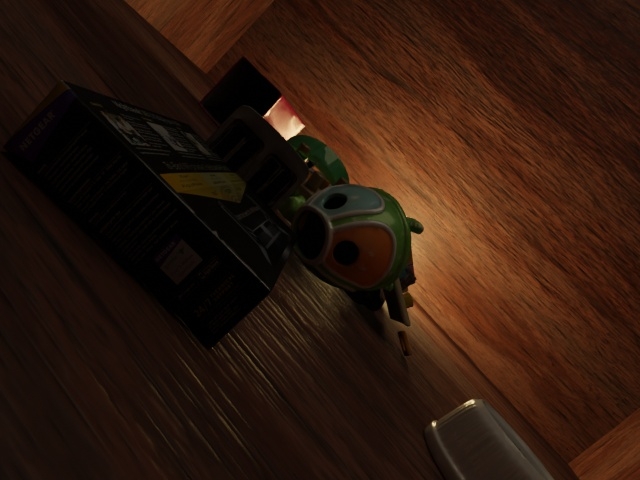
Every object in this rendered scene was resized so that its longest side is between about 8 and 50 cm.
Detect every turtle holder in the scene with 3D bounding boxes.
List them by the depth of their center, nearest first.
[{"bbox_3d":[0.047,-0.032,0.936,0.227,0.243,0.321,3,50,-39],"label":"turtle holder"}]

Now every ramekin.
[{"bbox_3d":[0.275,0.355,0.653,0.207,0.109,0.207,45,8,-8],"label":"ramekin"}]

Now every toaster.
[{"bbox_3d":[-0.120,-0.130,0.727,0.168,0.185,0.110,45,3,-16],"label":"toaster"}]

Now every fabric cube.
[{"bbox_3d":[-0.261,-0.497,1.631,0.259,0.254,0.258,48,6,19],"label":"fabric cube"}]

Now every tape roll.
[{"bbox_3d":[-0.038,-0.259,1.625,0.321,0.077,0.321,29,-31,19],"label":"tape roll"}]

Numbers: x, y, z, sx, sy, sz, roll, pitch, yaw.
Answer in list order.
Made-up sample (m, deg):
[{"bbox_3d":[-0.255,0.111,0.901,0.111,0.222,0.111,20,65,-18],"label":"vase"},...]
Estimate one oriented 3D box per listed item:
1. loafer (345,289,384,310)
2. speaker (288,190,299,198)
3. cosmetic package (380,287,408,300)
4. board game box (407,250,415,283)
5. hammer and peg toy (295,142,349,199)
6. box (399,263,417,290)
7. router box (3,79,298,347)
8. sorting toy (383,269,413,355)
[{"bbox_3d":[0.137,0.141,1.134,0.076,0.078,0.223,51,9,30],"label":"loafer"},{"bbox_3d":[-0.140,-0.258,1.516,0.296,0.131,0.131,45,8,-17],"label":"speaker"},{"bbox_3d":[0.216,0.076,1.604,0.309,0.113,0.160,-122,-167,-59],"label":"cosmetic package"},{"bbox_3d":[0.279,-0.004,1.619,0.242,0.064,0.317,-118,-170,-52],"label":"board game box"},{"bbox_3d":[-0.090,-0.238,1.271,0.361,0.127,0.265,45,20,18],"label":"hammer and peg toy"},{"bbox_3d":[0.165,0.000,1.354,0.242,0.076,0.308,32,24,-44],"label":"box"},{"bbox_3d":[-0.147,-0.041,0.490,0.243,0.081,0.309,46,7,-5],"label":"router box"},{"bbox_3d":[0.196,0.121,1.067,0.196,0.047,0.348,115,-39,-86],"label":"sorting toy"}]
